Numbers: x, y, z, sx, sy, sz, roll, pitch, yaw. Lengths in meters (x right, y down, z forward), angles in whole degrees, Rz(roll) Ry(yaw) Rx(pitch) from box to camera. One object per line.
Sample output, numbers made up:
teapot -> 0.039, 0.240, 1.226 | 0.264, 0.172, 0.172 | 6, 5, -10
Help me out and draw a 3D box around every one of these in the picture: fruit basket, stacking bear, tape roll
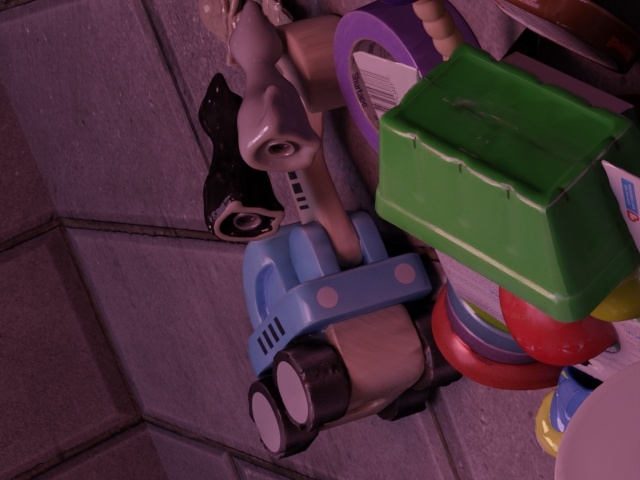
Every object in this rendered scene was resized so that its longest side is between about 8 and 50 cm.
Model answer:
fruit basket -> 0.196, 0.002, 1.395 | 0.327, 0.165, 0.353 | 32, 163, 39
stacking bear -> 0.218, 0.010, 1.627 | 0.175, 0.164, 0.289 | 52, 149, 25
tape roll -> 0.099, -0.174, 1.768 | 0.189, 0.080, 0.189 | 47, 152, 35

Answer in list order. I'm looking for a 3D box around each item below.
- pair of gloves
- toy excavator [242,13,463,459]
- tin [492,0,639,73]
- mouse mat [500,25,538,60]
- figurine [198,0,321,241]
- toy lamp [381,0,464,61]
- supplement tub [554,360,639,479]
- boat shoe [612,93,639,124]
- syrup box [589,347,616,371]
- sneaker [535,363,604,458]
pair of gloves -> -0.093, -0.280, 2.107 | 0.240, 0.042, 0.204 | 49, 153, 33
toy excavator -> 0.000, 0.000, 2.029 | 0.445, 0.222, 0.433 | 67, 157, 14
tin -> 0.213, -0.205, 1.478 | 0.106, 0.040, 0.190 | 35, -178, -43
mouse mat -> 0.168, -0.110, 1.572 | 0.007, 0.189, 0.152 | 19, 138, 22
figurine -> -0.086, -0.144, 1.901 | 0.215, 0.092, 0.209 | 119, 144, -47
toy lamp -> 0.115, -0.206, 1.580 | 0.080, 0.080, 0.274 | 38, 168, 45
supplement tub -> 0.328, 0.257, 1.314 | 0.235, 0.235, 0.325 | 40, 168, 43
boat shoe -> 0.341, -0.014, 1.383 | 0.342, 0.123, 0.123 | 33, 141, 40
syrup box -> 0.349, 0.135, 1.541 | 0.237, 0.096, 0.093 | 53, 153, 24
sneaker -> 0.325, 0.201, 1.635 | 0.240, 0.091, 0.126 | 24, 130, 25
